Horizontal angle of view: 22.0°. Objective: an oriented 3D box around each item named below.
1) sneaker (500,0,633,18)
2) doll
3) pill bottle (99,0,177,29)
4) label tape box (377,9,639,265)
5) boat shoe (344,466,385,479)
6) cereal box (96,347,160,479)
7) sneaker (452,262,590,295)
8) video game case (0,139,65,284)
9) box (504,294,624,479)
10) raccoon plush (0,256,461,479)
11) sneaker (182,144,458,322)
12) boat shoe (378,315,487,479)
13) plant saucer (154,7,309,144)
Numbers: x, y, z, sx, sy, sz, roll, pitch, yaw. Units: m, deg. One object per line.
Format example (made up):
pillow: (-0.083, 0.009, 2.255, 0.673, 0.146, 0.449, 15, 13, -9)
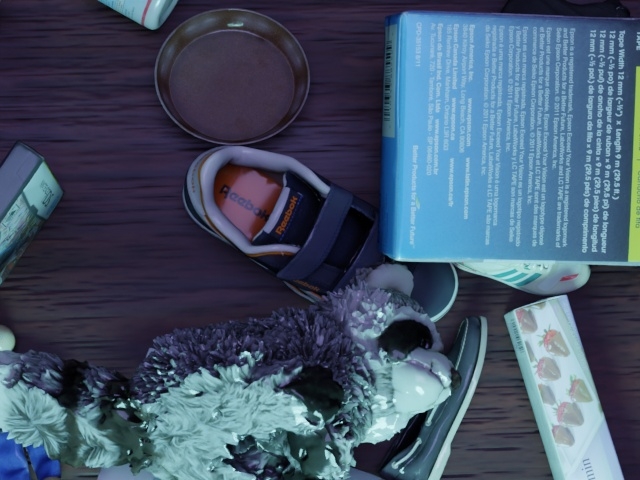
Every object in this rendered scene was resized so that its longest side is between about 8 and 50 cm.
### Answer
sneaker: (0.321, -0.192, 1.803, 0.286, 0.109, 0.130, 34, 76, 0)
doll: (-0.320, 0.179, 1.752, 0.129, 0.046, 0.189, -20, 78, 4)
pill bottle: (-0.229, -0.303, 1.794, 0.160, 0.087, 0.087, 29, 83, 1)
label tape box: (0.238, -0.103, 1.689, 0.347, 0.115, 0.249, 1, 94, -10)
boat shoe: (-0.035, 0.295, 1.730, 0.267, 0.088, 0.096, 4, 39, -1)
cereal box: (-0.128, 0.225, 1.683, 0.173, 0.047, 0.240, 15, 43, 1)
sneaker: (0.216, 0.021, 1.782, 0.161, 0.075, 0.057, 15, 83, -1)
video game case: (-0.357, 0.037, 1.665, 0.035, 0.248, 0.275, 34, 83, 0)
box: (0.276, 0.220, 1.767, 0.063, 0.067, 0.324, -16, 83, -4)
raccoon plush: (-0.086, 0.104, 1.651, 0.446, 0.299, 0.216, 23, 124, 7)
sneaker: (0.000, 0.000, 1.751, 0.321, 0.127, 0.126, 23, 81, -1)
boat shoe: (0.121, 0.171, 1.761, 0.065, 0.075, 0.206, 21, 87, -3)
plant saucer: (-0.096, -0.174, 1.798, 0.168, 0.029, 0.168, 1, 68, -3)
